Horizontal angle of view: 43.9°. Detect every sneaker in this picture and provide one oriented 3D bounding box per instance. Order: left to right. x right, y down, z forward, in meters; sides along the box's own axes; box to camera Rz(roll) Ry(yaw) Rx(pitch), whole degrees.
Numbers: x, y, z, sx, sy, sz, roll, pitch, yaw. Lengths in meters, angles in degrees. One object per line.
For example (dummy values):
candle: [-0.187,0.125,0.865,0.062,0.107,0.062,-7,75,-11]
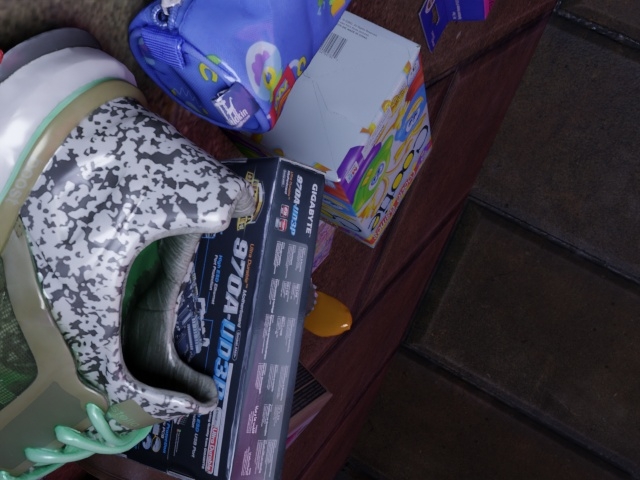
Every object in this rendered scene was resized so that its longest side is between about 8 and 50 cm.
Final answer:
sneaker: [-0.161,0.090,0.499,0.158,0.182,0.411,-34,150,-61]

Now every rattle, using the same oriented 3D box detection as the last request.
rattle: [-0.017,0.119,1.155,0.200,0.142,0.130,89,13,-51]

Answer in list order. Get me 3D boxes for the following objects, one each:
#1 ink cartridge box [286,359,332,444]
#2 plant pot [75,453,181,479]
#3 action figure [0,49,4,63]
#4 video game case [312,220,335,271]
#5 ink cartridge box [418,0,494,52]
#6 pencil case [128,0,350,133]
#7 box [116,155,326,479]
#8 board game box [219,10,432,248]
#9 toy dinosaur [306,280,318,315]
ink cartridge box: [-0.110,0.295,1.141,0.235,0.088,0.193,-53,165,19]
plant pot: [-0.133,0.114,0.719,0.167,0.166,0.165,-18,126,-70]
action figure: [-0.240,0.037,0.354,0.091,0.138,0.281,32,64,-73]
video game case: [0.000,0.000,1.232,0.087,0.011,0.122,-48,161,-43]
ink cartridge box: [0.266,-0.464,1.198,0.371,0.069,0.175,-60,166,2]
pencil case: [-0.017,-0.220,0.549,0.306,0.119,0.133,-60,157,-7]
box: [-0.089,0.053,0.570,0.051,0.175,0.221,16,79,-46]
board game box: [0.015,-0.110,0.813,0.142,0.144,0.275,-60,165,-5]
toy dinosaur: [-0.093,0.120,0.920,0.314,0.120,0.160,-61,153,-20]
